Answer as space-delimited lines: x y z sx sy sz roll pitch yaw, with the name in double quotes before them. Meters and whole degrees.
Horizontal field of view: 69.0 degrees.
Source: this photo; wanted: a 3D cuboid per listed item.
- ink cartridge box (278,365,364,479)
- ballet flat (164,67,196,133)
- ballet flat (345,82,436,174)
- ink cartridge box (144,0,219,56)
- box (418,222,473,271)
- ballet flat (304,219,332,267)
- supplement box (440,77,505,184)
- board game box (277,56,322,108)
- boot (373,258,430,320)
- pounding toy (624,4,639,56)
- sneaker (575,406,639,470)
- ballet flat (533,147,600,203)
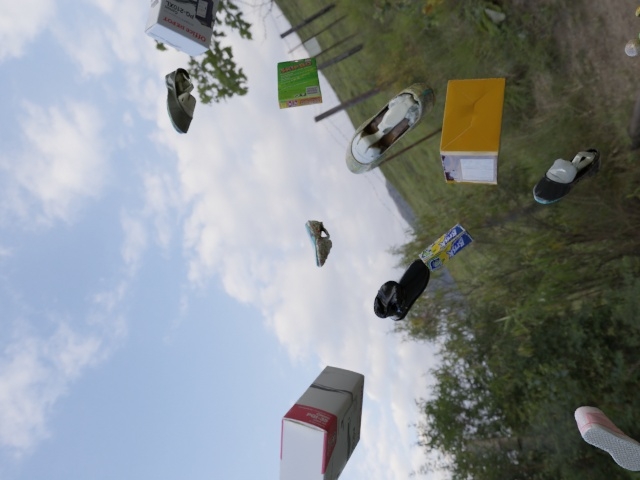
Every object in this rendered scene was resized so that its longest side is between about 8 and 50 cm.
"ink cartridge box" 0.011 0.469 1.158 0.283 0.117 0.207 -26 -59 -65
"ballet flat" -0.337 -0.349 1.135 0.072 0.068 0.213 44 -158 -53
"ballet flat" 0.172 -0.305 1.313 0.123 0.349 0.123 28 -138 -28
"ink cartridge box" -0.405 -0.703 1.391 0.172 0.100 0.236 13 -95 -41
"box" 0.409 0.023 1.520 0.054 0.169 0.059 44 -168 -23
"ballet flat" 0.000 0.000 1.653 0.240 0.077 0.091 -107 11 -49
"supplement box" 0.380 -0.263 1.155 0.194 0.129 0.191 42 -124 -65
"board game box" -0.066 -0.477 1.396 0.039 0.124 0.259 81 -178 -47
"boot" 0.279 0.161 1.577 0.094 0.246 0.207 29 178 26
"pounding toy" 0.956 -0.643 1.305 0.110 0.183 0.237 65 -169 14
"sneaker" 0.493 0.330 0.793 0.134 0.051 0.070 32 -158 -6
"ballet flat" 0.738 -0.207 1.391 0.095 0.281 0.096 38 146 39
